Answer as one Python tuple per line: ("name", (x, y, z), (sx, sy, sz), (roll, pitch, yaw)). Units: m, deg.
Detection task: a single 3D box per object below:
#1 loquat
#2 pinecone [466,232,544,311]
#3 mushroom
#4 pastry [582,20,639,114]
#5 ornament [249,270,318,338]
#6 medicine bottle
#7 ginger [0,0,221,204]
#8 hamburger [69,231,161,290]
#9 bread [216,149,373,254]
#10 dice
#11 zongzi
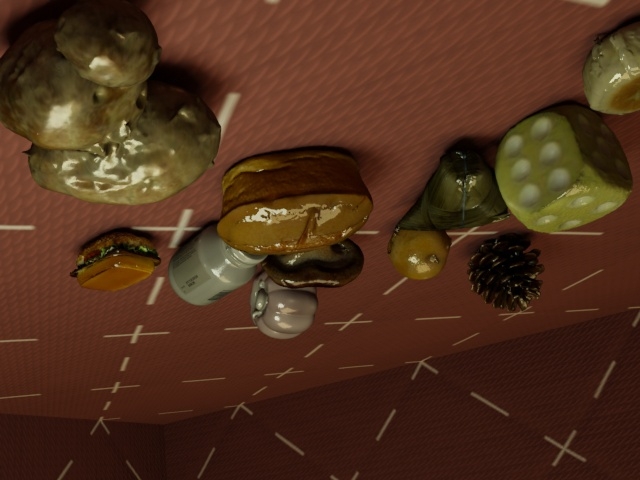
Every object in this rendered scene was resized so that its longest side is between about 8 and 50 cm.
("loquat", (0.218, 0.020, 1.384), (0.141, 0.141, 0.141), (-9, 157, -4))
("pinecone", (0.480, 0.091, 1.592), (0.208, 0.207, 0.208), (-9, 157, -4))
("mushroom", (0.000, 0.000, 1.285), (0.227, 0.148, 0.217), (-7, 142, -21))
("pastry", (0.462, -0.253, 0.906), (0.166, 0.088, 0.166), (-11, 160, -4))
("ornament", (-0.097, 0.148, 1.504), (0.177, 0.177, 0.177), (-9, 157, -4))
("medicine bottle", (-0.199, 0.038, 1.242), (0.135, 0.135, 0.215), (11, 149, -41))
("ginger", (-0.258, -0.155, 0.738), (0.245, 0.155, 0.304), (-10, 158, 3))
("hamburger", (-0.400, 0.040, 1.224), (0.166, 0.087, 0.137), (-22, 156, 28))
("bread", (-0.046, -0.058, 1.078), (0.270, 0.142, 0.195), (-5, 157, -6))
("dice", (0.421, -0.122, 1.087), (0.169, 0.169, 0.166), (7, 151, -37))
("zongzi", (0.217, -0.085, 1.180), (0.242, 0.112, 0.221), (-11, 156, 25))
